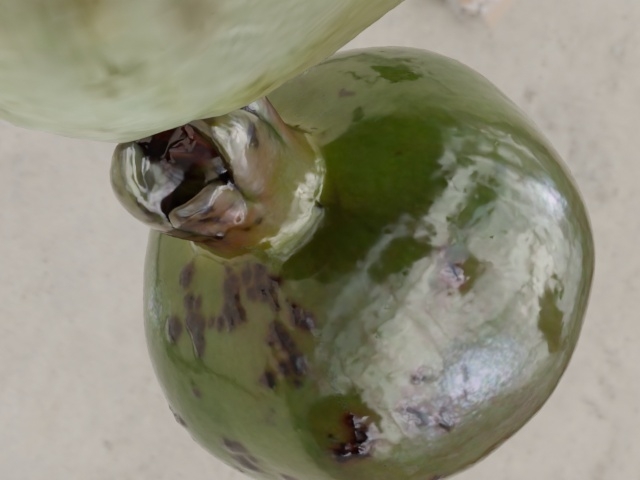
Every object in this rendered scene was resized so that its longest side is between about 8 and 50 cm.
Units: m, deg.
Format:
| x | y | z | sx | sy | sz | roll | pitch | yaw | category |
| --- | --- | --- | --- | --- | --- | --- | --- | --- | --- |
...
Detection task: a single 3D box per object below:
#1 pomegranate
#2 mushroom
| x | y | z | sx | sy | sz | roll | pitch | yaw | category |
| --- | --- | --- | --- | --- | --- | --- | --- | --- | --- |
| 0.010 | -0.006 | 0.650 | 0.179 | 0.179 | 0.210 | -41 | 133 | -30 | pomegranate |
| -0.007 | -0.144 | 0.480 | 0.189 | 0.164 | 0.267 | 90 | 12 | -52 | mushroom |
